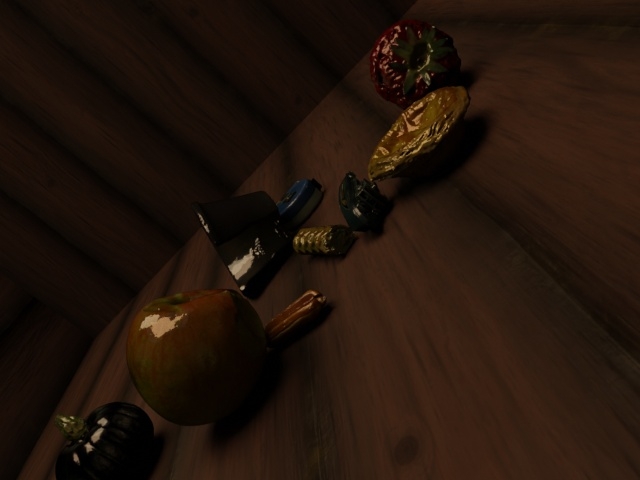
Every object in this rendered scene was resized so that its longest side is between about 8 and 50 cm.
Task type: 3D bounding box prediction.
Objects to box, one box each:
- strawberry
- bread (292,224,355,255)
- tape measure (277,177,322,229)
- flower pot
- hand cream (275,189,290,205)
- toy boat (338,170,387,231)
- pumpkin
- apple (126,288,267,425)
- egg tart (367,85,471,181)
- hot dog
[{"bbox_3d":[0.298,-0.547,1.881,0.292,0.292,0.310,-51,-8,-10],"label":"strawberry"},{"bbox_3d":[-0.001,0.001,1.700,0.098,0.087,0.269,-54,19,-16],"label":"bread"},{"bbox_3d":[-0.131,-0.085,2.189,0.351,0.098,0.215,-55,18,-14],"label":"tape measure"},{"bbox_3d":[-0.255,-0.026,2.019,0.251,0.379,0.379,-33,15,-10],"label":"flower pot"},{"bbox_3d":[-0.161,-0.151,2.466,0.276,0.059,0.095,-52,19,-26],"label":"hand cream"},{"bbox_3d":[0.115,-0.105,1.605,0.122,0.114,0.296,-51,15,18],"label":"toy boat"},{"bbox_3d":[-0.623,0.579,1.640,0.296,0.296,0.296,-42,18,18],"label":"pumpkin"},{"bbox_3d":[-0.295,0.276,1.418,0.339,0.339,0.339,-42,18,18],"label":"apple"},{"bbox_3d":[0.272,-0.263,1.540,0.341,0.132,0.341,-41,19,17],"label":"egg tart"},{"bbox_3d":[-0.063,0.199,1.470,0.236,0.062,0.092,-39,19,35],"label":"hot dog"}]
